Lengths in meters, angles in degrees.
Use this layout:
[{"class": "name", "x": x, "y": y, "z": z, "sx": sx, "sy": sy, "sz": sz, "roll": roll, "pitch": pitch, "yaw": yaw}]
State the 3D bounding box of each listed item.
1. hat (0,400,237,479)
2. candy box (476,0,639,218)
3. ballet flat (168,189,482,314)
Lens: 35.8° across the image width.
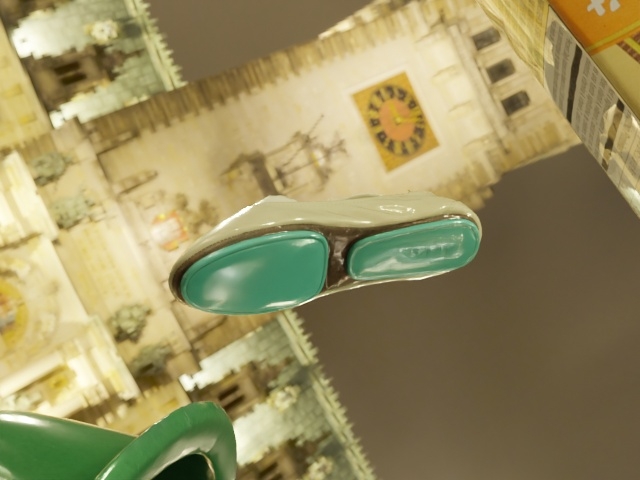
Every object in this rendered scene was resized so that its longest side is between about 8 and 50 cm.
[{"class": "hat", "x": -0.149, "y": 0.098, "z": 0.370, "sx": 0.184, "sy": 0.173, "sz": 0.208, "roll": 22, "pitch": -66, "yaw": 16}, {"class": "candy box", "x": 0.166, "y": -0.113, "z": 0.373, "sx": 0.316, "sy": 0.183, "sz": 0.087, "roll": 58, "pitch": 2, "yaw": 19}, {"class": "ballet flat", "x": 0.000, "y": 0.000, "z": 0.737, "sx": 0.086, "sy": 0.248, "sz": 0.086, "roll": 175, "pitch": -90, "yaw": -66}]
